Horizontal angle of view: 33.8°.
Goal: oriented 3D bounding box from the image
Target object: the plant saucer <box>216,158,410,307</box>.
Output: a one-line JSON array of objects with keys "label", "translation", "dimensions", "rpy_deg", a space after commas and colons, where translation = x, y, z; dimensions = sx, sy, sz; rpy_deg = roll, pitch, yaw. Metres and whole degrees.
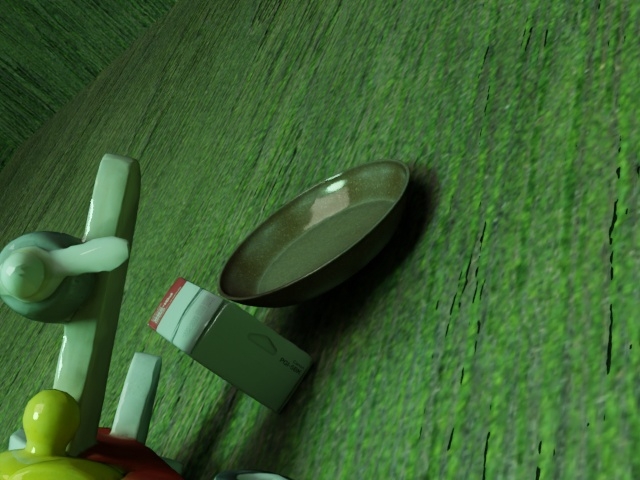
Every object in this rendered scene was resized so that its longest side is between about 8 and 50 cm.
[{"label": "plant saucer", "translation": [0.000, 0.000, 0.926], "dimensions": [0.198, 0.036, 0.198], "rpy_deg": [-29, 21, 12]}]

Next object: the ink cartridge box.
[{"label": "ink cartridge box", "translation": [-0.081, 0.087, 0.907], "dimensions": [0.056, 0.099, 0.135], "rpy_deg": [-56, 22, -8]}]

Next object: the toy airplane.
[{"label": "toy airplane", "translation": [-0.197, 0.184, 0.744], "dimensions": [0.384, 0.272, 0.386], "rpy_deg": [121, 152, -42]}]
